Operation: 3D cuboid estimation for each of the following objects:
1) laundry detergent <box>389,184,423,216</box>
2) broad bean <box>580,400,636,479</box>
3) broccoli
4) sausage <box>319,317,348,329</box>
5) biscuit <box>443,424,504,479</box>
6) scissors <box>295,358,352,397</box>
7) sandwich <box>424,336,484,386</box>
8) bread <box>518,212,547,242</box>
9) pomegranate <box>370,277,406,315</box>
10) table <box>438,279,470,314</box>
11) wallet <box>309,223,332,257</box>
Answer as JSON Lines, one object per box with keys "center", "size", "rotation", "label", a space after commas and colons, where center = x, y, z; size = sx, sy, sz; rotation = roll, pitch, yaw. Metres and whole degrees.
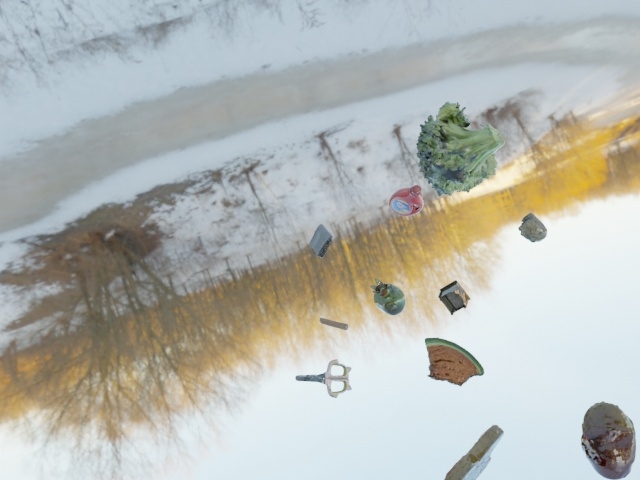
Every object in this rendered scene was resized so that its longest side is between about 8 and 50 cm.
{"center": [0.266, -0.121, 1.659], "size": [0.049, 0.098, 0.165], "rotation": [-66, -176, -18], "label": "laundry detergent"}
{"center": [0.890, 0.618, 1.719], "size": [0.122, 0.228, 0.156], "rotation": [-4, -179, -33], "label": "broad bean"}
{"center": [0.511, -0.304, 1.982], "size": [0.281, 0.348, 0.293], "rotation": [-32, -144, 45], "label": "broccoli"}
{"center": [0.049, 0.314, 2.103], "size": [0.116, 0.026, 0.026], "rotation": [11, -166, 25], "label": "sausage"}
{"center": [0.559, 0.911, 2.180], "size": [0.368, 0.076, 0.393], "rotation": [-34, 145, -26], "label": "biscuit"}
{"center": [0.017, 0.564, 2.269], "size": [0.318, 0.160, 0.024], "rotation": [13, 163, -43], "label": "scissors"}
{"center": [0.494, 0.456, 2.079], "size": [0.235, 0.159, 0.079], "rotation": [12, 169, 10], "label": "sandwich"}
{"center": [0.628, -0.031, 1.646], "size": [0.060, 0.082, 0.113], "rotation": [-48, 172, 26], "label": "bread"}
{"center": [0.298, 0.245, 2.483], "size": [0.131, 0.191, 0.152], "rotation": [-44, -148, -9], "label": "pomegranate"}
{"center": [0.444, 0.195, 1.856], "size": [0.070, 0.083, 0.082], "rotation": [-36, -177, 28], "label": "table"}
{"center": [0.000, 0.000, 1.726], "size": [0.082, 0.018, 0.156], "rotation": [-62, -162, 7], "label": "wallet"}
